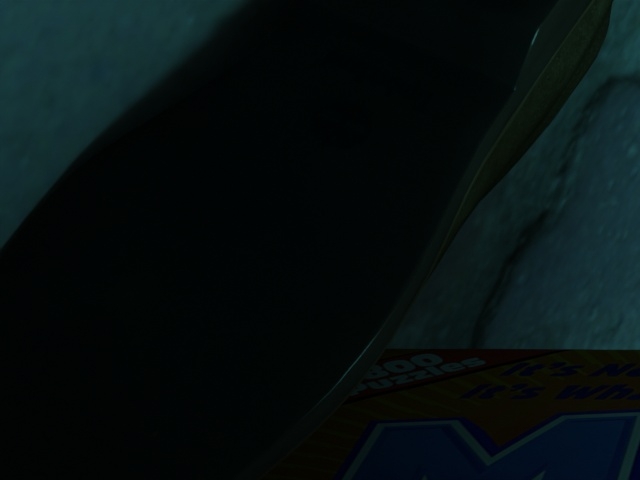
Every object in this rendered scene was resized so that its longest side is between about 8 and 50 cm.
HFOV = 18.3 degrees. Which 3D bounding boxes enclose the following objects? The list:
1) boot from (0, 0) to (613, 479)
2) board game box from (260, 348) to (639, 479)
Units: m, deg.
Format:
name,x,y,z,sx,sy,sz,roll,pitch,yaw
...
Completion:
name,x,y,z,sx,sy,sz,roll,pitch,yaw
boot,0.000,0.000,0.607,0.305,0.112,0.115,-50,155,-14
board game box,0.135,0.254,0.566,0.356,0.356,0.356,-37,122,-61
